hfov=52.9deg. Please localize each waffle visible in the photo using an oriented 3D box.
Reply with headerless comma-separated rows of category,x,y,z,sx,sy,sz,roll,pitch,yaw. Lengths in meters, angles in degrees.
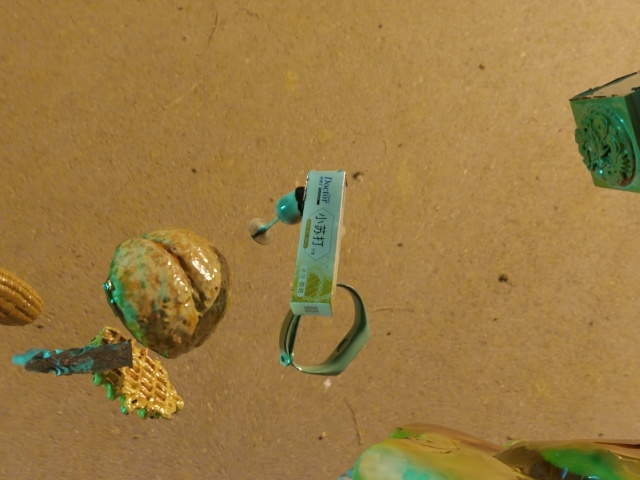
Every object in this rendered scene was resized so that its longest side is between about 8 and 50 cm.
waffle,-0.472,0.326,1.589,0.060,0.312,0.307,-46,72,1

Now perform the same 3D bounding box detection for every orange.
orange,-0.295,0.101,1.367,0.210,0.368,0.270,-15,94,-1

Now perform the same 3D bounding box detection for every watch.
watch,0.008,0.209,1.481,0.195,0.068,0.237,43,79,-18

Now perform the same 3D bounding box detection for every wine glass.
wine glass,-0.093,-0.062,1.596,0.079,0.195,0.079,22,52,-32

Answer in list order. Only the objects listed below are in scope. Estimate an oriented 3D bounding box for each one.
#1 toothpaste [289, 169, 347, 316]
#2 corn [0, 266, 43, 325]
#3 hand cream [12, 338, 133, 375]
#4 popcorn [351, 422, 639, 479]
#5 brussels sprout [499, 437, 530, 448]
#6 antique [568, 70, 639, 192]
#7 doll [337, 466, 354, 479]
toothpaste,0.000,0.000,1.308,0.089,0.071,0.312,1,59,10
corn,-0.460,0.068,0.874,0.080,0.231,0.080,-2,69,6
hand cream,-0.543,0.258,1.413,0.257,0.084,0.050,0,29,-6
popcorn,0.123,0.249,0.326,0.312,0.312,0.312,3,69,-7
brussels sprout,0.447,0.532,1.468,0.152,0.122,0.149,-19,79,23
antique,0.448,-0.155,0.902,0.148,0.146,0.152,-23,101,-3
doll,0.073,0.264,0.690,0.180,0.079,0.094,-17,103,-32
